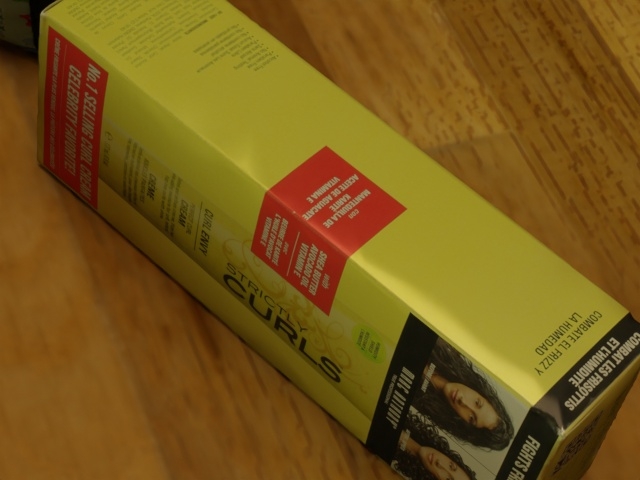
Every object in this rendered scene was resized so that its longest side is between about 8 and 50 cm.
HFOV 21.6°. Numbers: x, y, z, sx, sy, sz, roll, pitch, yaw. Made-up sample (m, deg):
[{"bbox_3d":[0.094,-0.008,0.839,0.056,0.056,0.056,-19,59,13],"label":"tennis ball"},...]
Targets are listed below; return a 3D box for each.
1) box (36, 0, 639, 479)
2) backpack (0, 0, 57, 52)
[{"bbox_3d":[0.000,0.000,0.581,0.232,0.087,0.058,40,56,19],"label":"box"},{"bbox_3d":[-0.130,-0.144,0.663,0.114,0.084,0.105,20,61,8],"label":"backpack"}]
